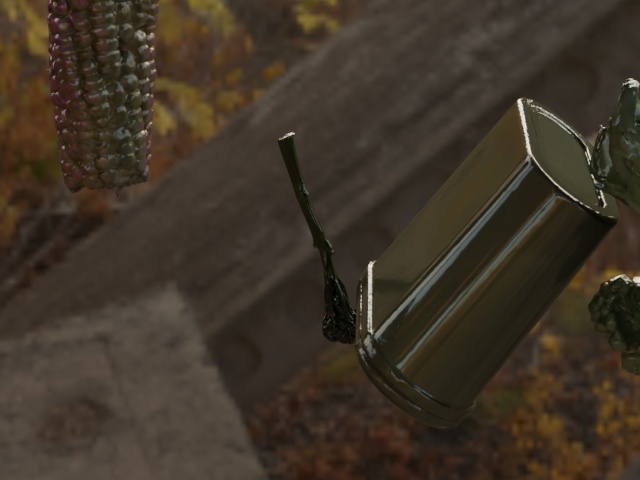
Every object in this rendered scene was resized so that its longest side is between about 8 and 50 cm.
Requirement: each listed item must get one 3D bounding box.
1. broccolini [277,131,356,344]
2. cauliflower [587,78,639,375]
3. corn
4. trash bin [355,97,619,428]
[{"bbox_3d":[0.000,0.000,1.740,0.044,0.218,0.042,-11,15,17],"label":"broccolini"},{"bbox_3d":[0.341,0.011,1.491,0.281,0.260,0.327,24,34,7],"label":"cauliflower"},{"bbox_3d":[-0.225,-0.209,1.799,0.127,0.335,0.126,3,12,-1],"label":"corn"},{"bbox_3d":[0.146,0.015,1.601,0.121,0.247,0.243,33,22,-12],"label":"trash bin"}]
